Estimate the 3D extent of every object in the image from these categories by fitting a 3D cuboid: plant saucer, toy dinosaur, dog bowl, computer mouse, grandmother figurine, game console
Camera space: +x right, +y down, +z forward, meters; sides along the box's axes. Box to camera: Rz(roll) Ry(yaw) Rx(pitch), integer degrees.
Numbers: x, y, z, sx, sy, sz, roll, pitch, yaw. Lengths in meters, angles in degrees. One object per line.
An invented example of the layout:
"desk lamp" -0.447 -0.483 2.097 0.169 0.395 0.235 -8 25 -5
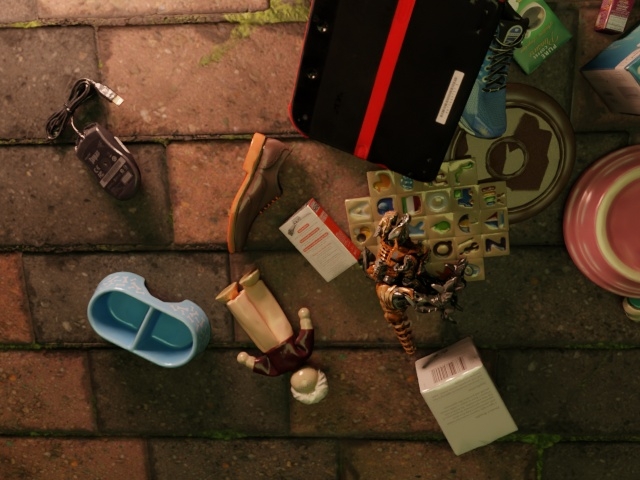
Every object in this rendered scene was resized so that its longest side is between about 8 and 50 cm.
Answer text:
"plant saucer" 0.393 -0.177 1.227 0.311 0.050 0.310 1 106 3
"toy dinosaur" 0.200 0.094 1.262 0.219 0.164 0.321 4 133 23
"dog bowl" -0.408 0.194 1.357 0.297 0.074 0.165 27 105 -5
"computer mouse" -0.460 -0.225 1.256 0.262 0.060 0.184 42 108 4
"grandmother figurine" -0.102 0.240 1.342 0.208 0.104 0.342 -33 98 20
"game console" 0.121 -0.329 1.105 0.342 0.060 0.386 22 127 9
"plant saucer" 0.689 -0.037 1.202 0.333 0.084 0.331 1 96 5

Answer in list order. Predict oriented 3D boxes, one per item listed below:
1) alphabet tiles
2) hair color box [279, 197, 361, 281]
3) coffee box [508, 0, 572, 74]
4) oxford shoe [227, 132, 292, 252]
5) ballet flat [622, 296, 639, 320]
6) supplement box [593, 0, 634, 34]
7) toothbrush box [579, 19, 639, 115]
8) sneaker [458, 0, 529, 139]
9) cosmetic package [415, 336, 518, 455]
"alphabet tiles" 0.234 -0.030 1.263 0.343 0.011 0.285 -6 112 12
"hair color box" 0.000 0.000 1.285 0.093 0.053 0.167 -37 102 25
"coffee box" 0.400 -0.439 1.157 0.113 0.040 0.184 -43 99 13
"oxford shoe" -0.137 -0.091 1.256 0.099 0.097 0.271 17 105 -8
"ballet flat" 0.799 0.125 1.278 0.249 0.086 0.086 -15 104 9
"supplement box" 0.582 -0.454 1.136 0.043 0.055 0.083 12 106 0
"toothbrush box" 0.678 -0.375 1.070 0.295 0.216 0.126 -42 100 11
"sneaker" 0.307 -0.352 1.075 0.130 0.147 0.329 -22 106 -30
"cosmetic package" 0.329 0.353 1.319 0.151 0.151 0.183 -27 102 10
